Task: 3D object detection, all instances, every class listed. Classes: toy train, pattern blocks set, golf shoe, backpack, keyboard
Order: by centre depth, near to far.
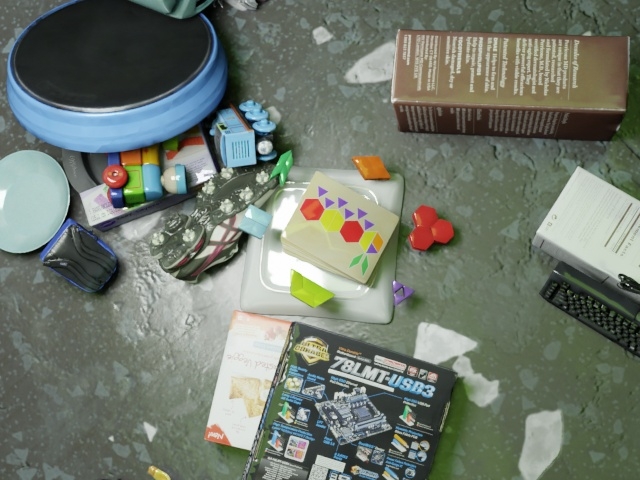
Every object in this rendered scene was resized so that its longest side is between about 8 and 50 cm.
[{"bbox_3d":[0.514,0.132,1.646,0.317,0.201,0.033,31,62,11],"label":"keyboard"},{"bbox_3d":[0.038,-0.016,1.759,0.325,0.026,0.285,37,78,-3],"label":"pattern blocks set"},{"bbox_3d":[-0.315,-0.185,1.806,0.144,0.105,0.247,-5,72,-9],"label":"toy train"},{"bbox_3d":[-0.142,-0.193,1.808,0.105,0.184,0.080,-8,120,-16],"label":"toy train"},{"bbox_3d":[-0.176,-0.037,1.816,0.273,0.120,0.105,-39,52,-3],"label":"golf shoe"},{"bbox_3d":[-0.430,0.027,1.847,0.120,0.101,0.098,38,92,-20],"label":"backpack"}]

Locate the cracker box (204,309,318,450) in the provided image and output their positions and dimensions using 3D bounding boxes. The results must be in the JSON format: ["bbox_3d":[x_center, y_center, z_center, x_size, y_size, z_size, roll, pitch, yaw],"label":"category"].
[{"bbox_3d":[-0.098,0.250,1.776,0.156,0.067,0.232,11,83,9],"label":"cracker box"}]

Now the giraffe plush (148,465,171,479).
[{"bbox_3d":[-0.292,0.478,1.687,0.210,0.170,0.181,-32,89,-13],"label":"giraffe plush"}]

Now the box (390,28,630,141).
[{"bbox_3d":[0.319,-0.263,1.740,0.382,0.191,0.143,5,81,9],"label":"box"}]

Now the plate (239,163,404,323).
[{"bbox_3d":[0.000,0.000,1.816,0.278,0.045,0.277,4,81,9],"label":"plate"}]

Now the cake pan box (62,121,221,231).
[{"bbox_3d":[-0.341,-0.172,1.883,0.267,0.070,0.245,-20,76,5],"label":"cake pan box"}]

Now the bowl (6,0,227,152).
[{"bbox_3d":[-0.360,-0.310,1.798,0.392,0.077,0.391,-1,47,1],"label":"bowl"}]

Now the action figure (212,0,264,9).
[{"bbox_3d":[-0.117,-0.530,1.897,0.285,0.099,0.185,-15,85,20],"label":"action figure"}]

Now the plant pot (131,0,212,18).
[{"bbox_3d":[-0.334,-0.569,1.792,0.334,0.341,0.341,29,86,17],"label":"plant pot"}]

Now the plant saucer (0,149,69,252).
[{"bbox_3d":[-0.545,-0.070,1.901,0.195,0.037,0.194,-3,79,16],"label":"plant saucer"}]

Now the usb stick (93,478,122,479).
[{"bbox_3d":[-0.379,0.555,1.776,0.077,0.045,0.277,4,82,8],"label":"usb stick"}]

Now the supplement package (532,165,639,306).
[{"bbox_3d":[0.495,0.005,1.697,0.244,0.139,0.133,32,87,11],"label":"supplement package"}]

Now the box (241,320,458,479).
[{"bbox_3d":[0.049,0.315,1.705,0.296,0.073,0.293,18,81,-7],"label":"box"}]
